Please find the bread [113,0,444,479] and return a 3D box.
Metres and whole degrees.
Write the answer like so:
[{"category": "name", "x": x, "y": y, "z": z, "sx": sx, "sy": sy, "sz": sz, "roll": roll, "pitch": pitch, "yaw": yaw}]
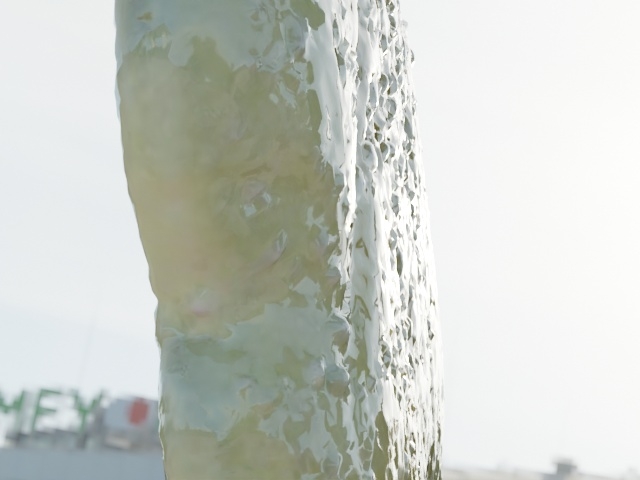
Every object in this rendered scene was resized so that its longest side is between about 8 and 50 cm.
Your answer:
[{"category": "bread", "x": 0.000, "y": 0.000, "z": 0.528, "sx": 0.054, "sy": 0.316, "sz": 0.316, "roll": -5, "pitch": -19, "yaw": 8}]
